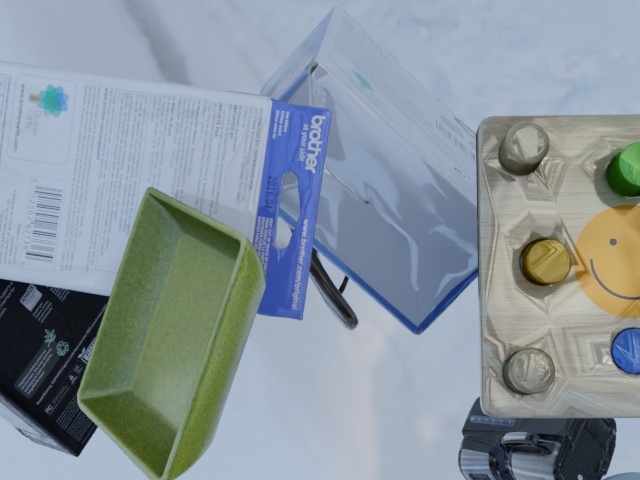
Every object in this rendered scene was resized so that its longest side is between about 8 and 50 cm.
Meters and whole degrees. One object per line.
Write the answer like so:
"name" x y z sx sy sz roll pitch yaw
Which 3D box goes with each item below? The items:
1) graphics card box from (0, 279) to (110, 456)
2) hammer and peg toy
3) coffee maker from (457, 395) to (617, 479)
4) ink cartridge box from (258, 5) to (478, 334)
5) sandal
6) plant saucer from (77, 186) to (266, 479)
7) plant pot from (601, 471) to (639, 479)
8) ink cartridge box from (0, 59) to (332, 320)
"graphics card box" -0.306 0.010 1.281 0.094 0.233 0.371 4 145 47
"hammer and peg toy" 0.310 0.026 1.110 0.361 0.266 0.127 1 173 2
"coffee maker" 0.291 0.259 1.774 0.178 0.171 0.120 -1 121 48
"ink cartridge box" 0.061 -0.099 1.481 0.270 0.395 0.151 42 109 -10
"sandal" 0.000 0.000 1.570 0.060 0.219 0.090 -24 160 0
"plant saucer" -0.108 0.070 1.018 0.045 0.188 0.188 17 95 -31
"plant pot" 0.253 0.399 1.309 0.341 0.334 0.341 19 118 40
"ink cartridge box" -0.150 -0.043 1.145 0.311 0.065 0.186 8 92 10
